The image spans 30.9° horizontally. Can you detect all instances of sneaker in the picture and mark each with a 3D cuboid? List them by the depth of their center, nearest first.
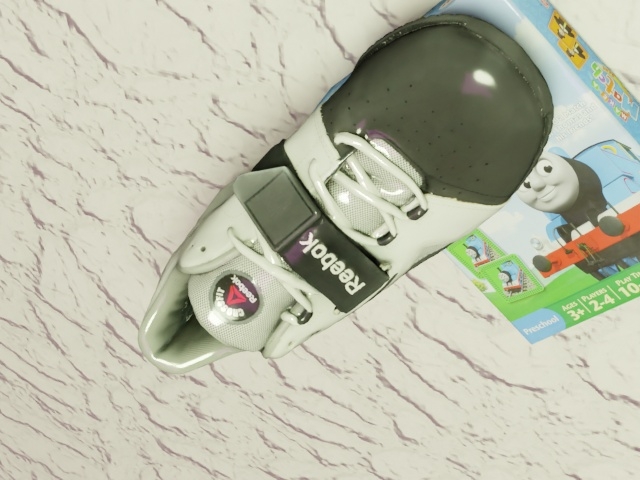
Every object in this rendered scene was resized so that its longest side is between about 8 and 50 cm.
[{"bbox_3d":[0.000,0.000,0.675,0.122,0.146,0.330,44,138,-7],"label":"sneaker"}]

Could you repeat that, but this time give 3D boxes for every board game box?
[{"bbox_3d":[0.119,-0.045,0.692,0.211,0.039,0.160,46,136,-10],"label":"board game box"}]
